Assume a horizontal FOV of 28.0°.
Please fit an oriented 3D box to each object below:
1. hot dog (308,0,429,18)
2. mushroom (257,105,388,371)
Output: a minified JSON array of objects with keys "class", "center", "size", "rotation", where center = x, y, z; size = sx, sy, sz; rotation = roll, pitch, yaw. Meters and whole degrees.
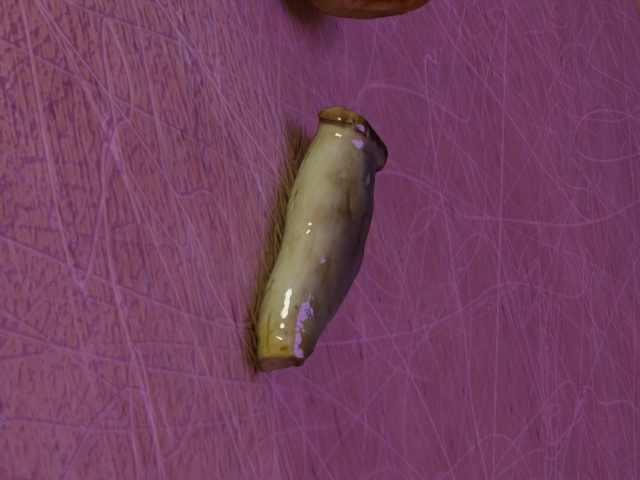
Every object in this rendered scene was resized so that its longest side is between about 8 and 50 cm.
[{"class":"hot dog","center":[0.048,-0.464,1.429],"size":[0.223,0.185,0.405],"rotation":[-116,-157,-50]},{"class":"mushroom","center":[0.002,0.002,1.338],"size":[0.107,0.087,0.333],"rotation":[47,43,-39]}]
